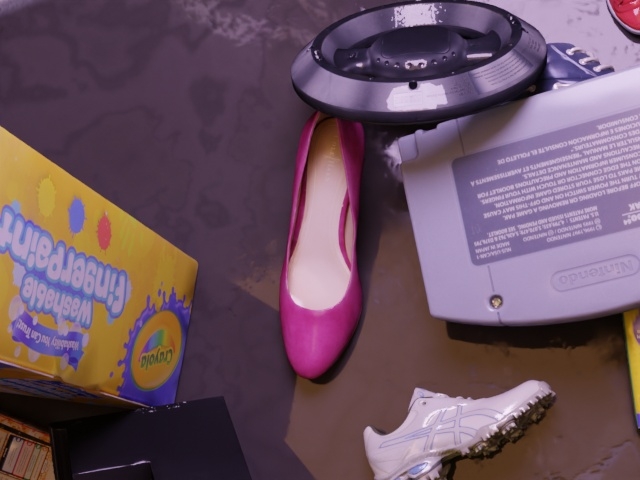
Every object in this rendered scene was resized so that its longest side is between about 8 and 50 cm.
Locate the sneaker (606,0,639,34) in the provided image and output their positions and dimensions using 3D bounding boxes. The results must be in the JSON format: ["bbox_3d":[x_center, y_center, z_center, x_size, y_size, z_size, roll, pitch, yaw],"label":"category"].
[{"bbox_3d":[0.279,-0.251,1.126,0.042,0.067,0.118,-20,74,8],"label":"sneaker"}]

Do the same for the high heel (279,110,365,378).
[{"bbox_3d":[0.000,0.000,1.106,0.082,0.117,0.244,12,80,15],"label":"high heel"}]

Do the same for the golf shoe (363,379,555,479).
[{"bbox_3d":[0.116,0.156,1.073,0.176,0.069,0.086,-31,67,3],"label":"golf shoe"}]

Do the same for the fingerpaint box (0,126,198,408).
[{"bbox_3d":[-0.350,0.023,1.010,0.371,0.445,0.163,6,78,15],"label":"fingerpaint box"}]

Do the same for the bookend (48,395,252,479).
[{"bbox_3d":[-0.141,0.214,1.030,0.156,0.157,0.072,-8,119,-14],"label":"bookend"}]

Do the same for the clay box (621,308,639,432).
[{"bbox_3d":[0.323,0.048,1.055,0.127,0.053,0.222,-8,76,12],"label":"clay box"}]

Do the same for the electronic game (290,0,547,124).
[{"bbox_3d":[0.087,-0.161,1.095,0.229,0.229,0.048,-1,121,13],"label":"electronic game"}]

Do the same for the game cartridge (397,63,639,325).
[{"bbox_3d":[0.223,-0.033,1.042,0.297,0.062,0.198,-14,82,21],"label":"game cartridge"}]

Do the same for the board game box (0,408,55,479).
[{"bbox_3d":[-0.309,0.239,1.160,0.193,0.045,0.147,19,82,16],"label":"board game box"}]

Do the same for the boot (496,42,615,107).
[{"bbox_3d":[0.247,-0.143,1.107,0.190,0.069,0.086,-8,79,13],"label":"boot"}]
